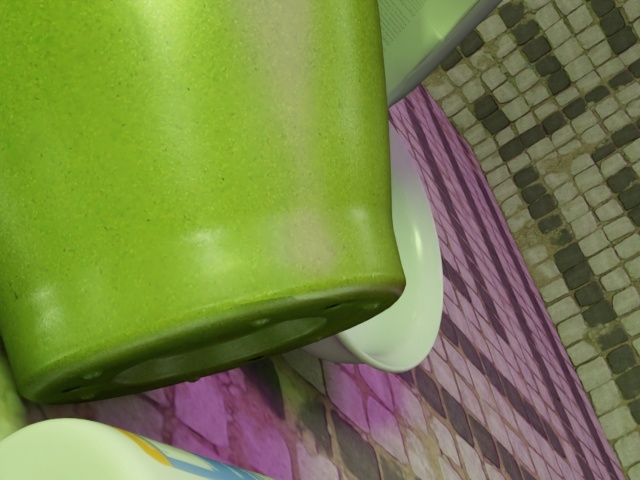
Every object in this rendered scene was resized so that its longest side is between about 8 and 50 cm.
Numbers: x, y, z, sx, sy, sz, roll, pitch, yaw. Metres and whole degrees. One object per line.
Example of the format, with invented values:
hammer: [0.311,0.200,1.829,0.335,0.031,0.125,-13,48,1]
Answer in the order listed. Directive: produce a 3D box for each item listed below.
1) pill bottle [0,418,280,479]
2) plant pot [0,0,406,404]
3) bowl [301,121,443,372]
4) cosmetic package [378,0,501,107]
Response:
pill bottle: [-0.054,0.194,0.481,0.272,0.152,0.152,37,26,-50]
plant pot: [-0.109,-0.093,0.597,0.366,0.366,0.353,13,59,-67]
bowl: [0.000,0.000,0.949,0.298,0.134,0.298,34,47,-47]
cosmetic package: [-0.001,-0.315,0.790,0.097,0.284,0.377,-38,89,-30]
